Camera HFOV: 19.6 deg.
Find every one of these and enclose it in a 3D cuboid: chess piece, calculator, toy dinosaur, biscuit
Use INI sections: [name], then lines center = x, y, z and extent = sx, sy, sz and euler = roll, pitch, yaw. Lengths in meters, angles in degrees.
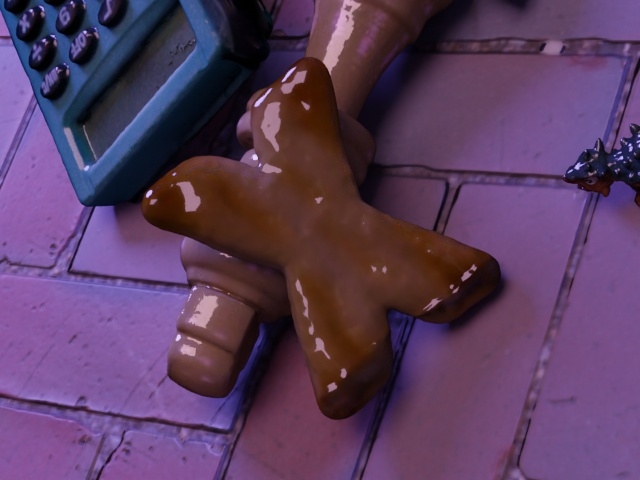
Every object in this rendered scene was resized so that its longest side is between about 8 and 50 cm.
[chess piece]
center = -0.014, -0.070, 1.348
extent = 0.117, 0.117, 0.397
euler = 14, 71, 38
[calculator]
center = -0.161, -0.191, 1.441
extent = 0.248, 0.058, 0.274
euler = -43, 64, 41
[toy dinosaur]
center = 0.233, -0.060, 1.218
extent = 0.154, 0.055, 0.049
euler = -19, 50, 25
[biscuit]
center = 0.001, -0.001, 1.258
extent = 0.164, 0.047, 0.208
euler = -41, 85, -13
